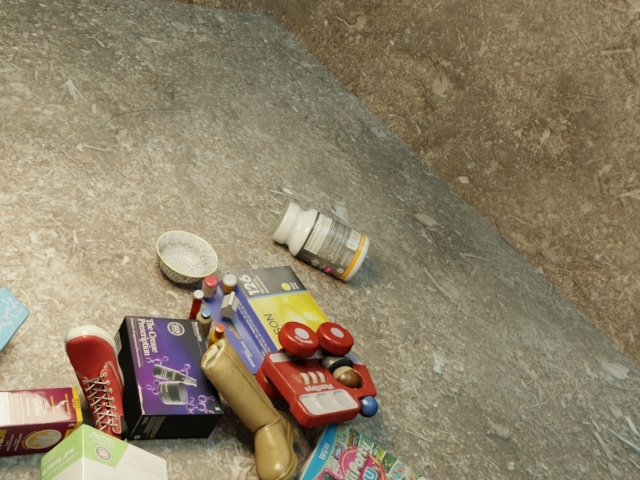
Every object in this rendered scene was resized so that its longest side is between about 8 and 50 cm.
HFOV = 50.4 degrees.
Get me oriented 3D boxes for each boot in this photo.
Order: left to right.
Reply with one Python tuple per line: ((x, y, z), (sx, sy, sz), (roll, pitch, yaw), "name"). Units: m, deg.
((-0.426, 0.291, 1.315), (0.088, 0.244, 0.176), (-14, 48, -9), "boot")
((-0.159, 0.365, 1.445), (0.270, 0.089, 0.236), (57, 3, -14), "boot")

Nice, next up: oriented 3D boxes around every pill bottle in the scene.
((0.000, 0.000, 2.119), (0.278, 0.162, 0.162), (27, 33, -7), "pill bottle")

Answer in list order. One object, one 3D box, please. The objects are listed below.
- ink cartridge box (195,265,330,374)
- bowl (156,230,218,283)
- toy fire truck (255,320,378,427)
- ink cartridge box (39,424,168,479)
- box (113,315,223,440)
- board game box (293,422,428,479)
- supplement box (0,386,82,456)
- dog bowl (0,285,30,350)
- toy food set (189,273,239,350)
((-0.134, 0.200, 1.829), (0.307, 0.072, 0.304), (-3, 47, -45), "ink cartridge box")
((-0.365, 0.061, 1.803), (0.170, 0.080, 0.170), (22, 34, -15), "bowl")
((0.009, 0.335, 1.621), (0.302, 0.169, 0.254), (7, 30, -45), "toy fire truck")
((-0.346, 0.505, 1.107), (0.207, 0.119, 0.354), (42, 16, -39), "ink cartridge box")
((-0.339, 0.298, 1.495), (0.184, 0.103, 0.261), (10, 39, -35), "box")
((0.096, 0.567, 1.508), (0.303, 0.098, 0.224), (33, 32, 3), "board game box")
((-0.552, 0.336, 1.257), (0.188, 0.104, 0.081), (5, 42, -36), "supplement box")
((-0.656, 0.214, 1.290), (0.074, 0.166, 0.297), (38, 30, -14), "dog bowl")
((-0.263, 0.158, 1.701), (0.111, 0.105, 0.232), (16, 49, -5), "toy food set")
